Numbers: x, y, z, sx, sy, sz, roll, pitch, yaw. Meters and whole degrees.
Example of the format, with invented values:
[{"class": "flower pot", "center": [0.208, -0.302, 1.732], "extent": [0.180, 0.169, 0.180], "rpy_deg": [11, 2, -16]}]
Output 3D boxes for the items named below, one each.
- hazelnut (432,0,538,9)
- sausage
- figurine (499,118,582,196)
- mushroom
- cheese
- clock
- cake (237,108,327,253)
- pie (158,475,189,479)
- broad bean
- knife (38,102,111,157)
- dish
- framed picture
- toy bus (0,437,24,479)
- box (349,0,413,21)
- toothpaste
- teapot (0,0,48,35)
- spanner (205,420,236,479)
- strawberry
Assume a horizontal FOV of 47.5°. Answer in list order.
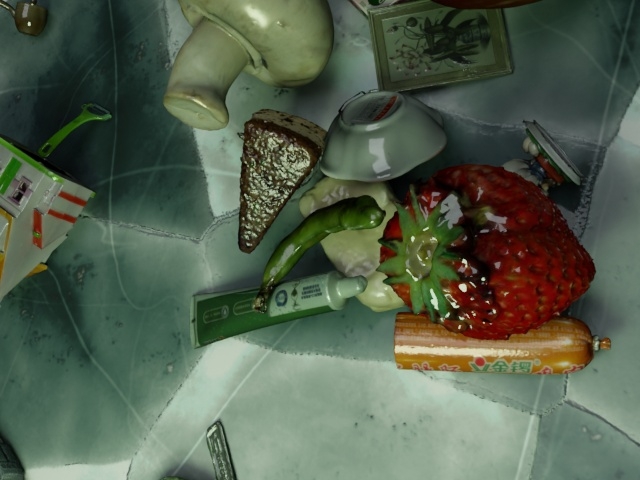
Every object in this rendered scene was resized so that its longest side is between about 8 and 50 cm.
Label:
[{"class": "hazelnut", "center": [0.260, -0.563, 1.144], "extent": [0.402, 0.402, 0.429], "rpy_deg": [-16, 65, 17]}, {"class": "sausage", "center": [0.267, 0.154, 1.090], "extent": [0.312, 0.093, 0.093], "rpy_deg": [-1, 76, 21]}, {"class": "figurine", "center": [0.308, -0.096, 1.137], "extent": [0.153, 0.132, 0.132], "rpy_deg": [-41, 65, 22]}, {"class": "mushroom", "center": [-0.114, -0.376, 1.237], "extent": [0.315, 0.315, 0.356], "rpy_deg": [-20, 43, 15]}, {"class": "cheese", "center": [0.085, -0.007, 1.203], "extent": [0.159, 0.093, 0.263], "rpy_deg": [-36, 67, 14]}, {"class": "clock", "center": [-0.632, -0.030, 1.444], "extent": [0.235, 0.166, 0.310], "rpy_deg": [30, 90, 25]}, {"class": "cake", "center": [-0.062, -0.088, 1.224], "extent": [0.135, 0.112, 0.246], "rpy_deg": [10, 116, 12]}, {"class": "pie", "center": [-0.237, 0.514, 1.198], "extent": [0.240, 0.054, 0.241], "rpy_deg": [-5, 79, 30]}, {"class": "broad bean", "center": [0.000, 0.000, 1.123], "extent": [0.292, 0.049, 0.144], "rpy_deg": [-37, 27, 33]}, {"class": "knife", "center": [-0.512, -0.228, 1.492], "extent": [0.078, 0.023, 0.166], "rpy_deg": [27, 58, 30]}, {"class": "dish", "center": [0.093, -0.190, 1.194], "extent": [0.229, 0.081, 0.229], "rpy_deg": [-12, 37, 9]}, {"class": "framed picture", "center": [0.204, -0.346, 1.264], "extent": [0.231, 0.010, 0.173], "rpy_deg": [-10, 75, 6]}, {"class": "toy bus", "center": [-0.678, 0.406, 1.390], "extent": [0.138, 0.097, 0.342], "rpy_deg": [-43, 64, -2]}, {"class": "box", "center": [0.100, -0.460, 1.341], "extent": [0.089, 0.043, 0.125], "rpy_deg": [-42, 65, 7]}, {"class": "toothpaste", "center": [-0.084, 0.109, 1.220], "extent": [0.392, 0.061, 0.099], "rpy_deg": [-16, 70, 36]}, {"class": "teapot", "center": [-0.670, -0.505, 1.625], "extent": [0.085, 0.110, 0.080], "rpy_deg": [-159, 79, -67]}, {"class": "spanner", "center": [-0.136, 0.459, 1.202], "extent": [0.093, 0.026, 0.325], "rpy_deg": [-24, 68, 13]}, {"class": "strawberry", "center": [0.243, 0.019, 1.033], "extent": [0.238, 0.288, 0.250], "rpy_deg": [-41, 62, 50]}]
